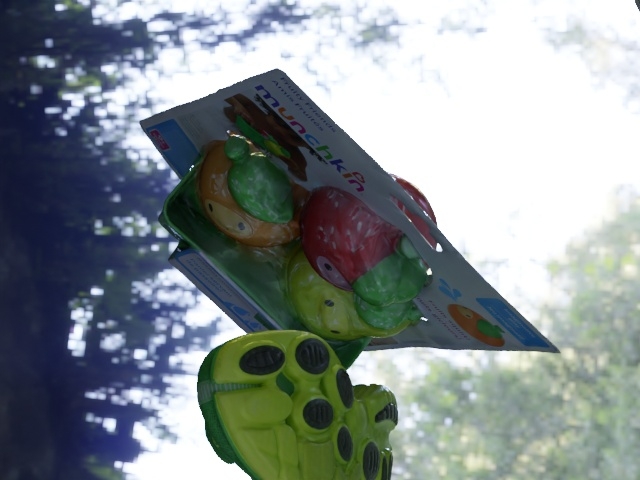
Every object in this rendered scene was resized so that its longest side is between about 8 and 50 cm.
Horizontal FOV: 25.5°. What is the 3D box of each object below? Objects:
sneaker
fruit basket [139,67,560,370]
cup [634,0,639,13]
[{"bbox_3d":[-0.030,0.130,0.964,0.295,0.123,0.109,45,-133,-68],"label":"sneaker"},{"bbox_3d":[0.000,0.000,1.221,0.327,0.353,0.165,45,-104,-17],"label":"fruit basket"},{"bbox_3d":[0.538,-0.354,1.579,0.237,0.331,0.331,2,-90,-30],"label":"cup"}]
